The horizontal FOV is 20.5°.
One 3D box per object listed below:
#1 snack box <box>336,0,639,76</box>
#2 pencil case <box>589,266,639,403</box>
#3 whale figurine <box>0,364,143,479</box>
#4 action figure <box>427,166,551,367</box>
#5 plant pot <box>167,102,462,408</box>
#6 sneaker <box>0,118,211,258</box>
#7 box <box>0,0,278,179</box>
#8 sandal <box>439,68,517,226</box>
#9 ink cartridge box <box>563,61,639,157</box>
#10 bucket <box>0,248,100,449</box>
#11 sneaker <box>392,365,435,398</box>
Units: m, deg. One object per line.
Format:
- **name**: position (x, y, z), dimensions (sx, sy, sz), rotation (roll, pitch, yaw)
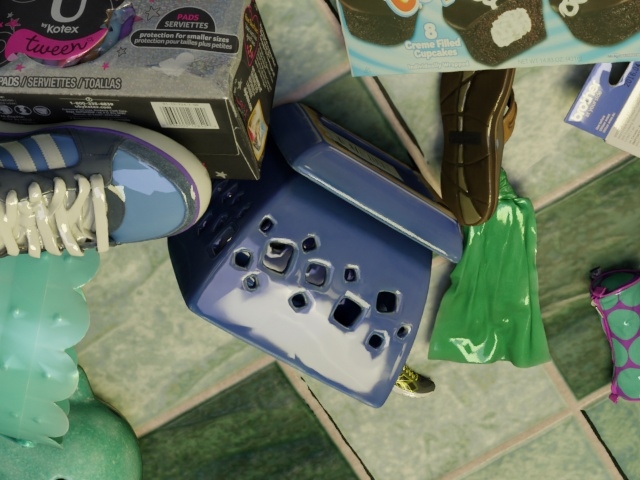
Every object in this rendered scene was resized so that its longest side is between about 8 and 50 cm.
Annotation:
- **snack box**: position (0.168, -0.262, 1.725), dimensions (0.322, 0.060, 0.187), rotation (-1, 117, 24)
- **pencil case**: position (0.342, 0.105, 1.971), dimensions (0.070, 0.064, 0.151), rotation (-23, 115, -12)
- **whale figurine**: position (-0.323, 0.228, 1.918), dimensions (0.272, 0.141, 0.216), rotation (34, 90, -8)
- **action figure**: position (0.188, 0.025, 1.923), dimensions (0.137, 0.063, 0.232), rotation (-1, 118, -3)
- **plant pot**: position (0.000, 0.000, 1.809), dimensions (0.236, 0.236, 0.212), rotation (30, 102, -17)
- **sneaker**: position (-0.279, -0.010, 1.579), dimensions (0.323, 0.236, 0.130), rotation (10, 125, 7)
- **box**: position (-0.182, -0.160, 1.701), dimensions (0.247, 0.142, 0.163), rotation (2, 153, 11)
- **sandal**: position (0.174, -0.124, 1.845), dimensions (0.060, 0.090, 0.219), rotation (-8, 102, -46)
- **ink cartridge box**: position (0.426, -0.151, 1.866), dimensions (0.311, 0.065, 0.185), rotation (21, 111, -16)
- **bucket**: position (-0.325, 0.063, 1.786), dimensions (0.183, 0.281, 0.281), rotation (11, 113, -8)
- **sneaker**: position (0.091, 0.153, 1.988), dimensions (0.083, 0.031, 0.035), rotation (12, 112, -10)
